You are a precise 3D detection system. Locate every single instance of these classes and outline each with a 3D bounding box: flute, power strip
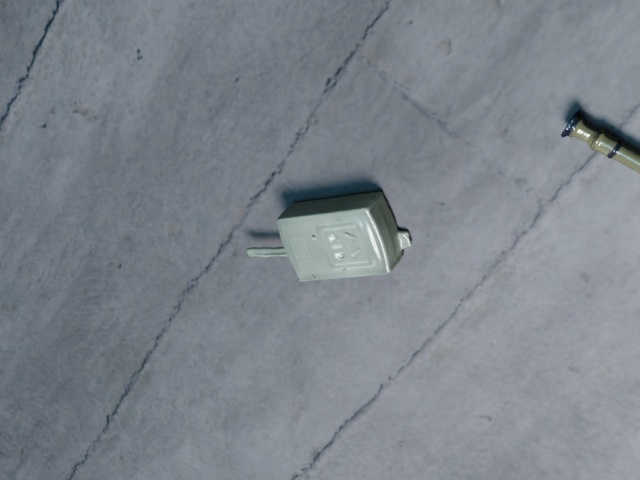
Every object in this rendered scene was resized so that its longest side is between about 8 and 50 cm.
[{"bbox_3d":[0.311,-0.042,1.073,0.233,0.027,0.027,30,128,9],"label":"flute"},{"bbox_3d":[0.000,0.000,1.256,0.175,0.042,0.075,-8,115,32],"label":"power strip"}]
